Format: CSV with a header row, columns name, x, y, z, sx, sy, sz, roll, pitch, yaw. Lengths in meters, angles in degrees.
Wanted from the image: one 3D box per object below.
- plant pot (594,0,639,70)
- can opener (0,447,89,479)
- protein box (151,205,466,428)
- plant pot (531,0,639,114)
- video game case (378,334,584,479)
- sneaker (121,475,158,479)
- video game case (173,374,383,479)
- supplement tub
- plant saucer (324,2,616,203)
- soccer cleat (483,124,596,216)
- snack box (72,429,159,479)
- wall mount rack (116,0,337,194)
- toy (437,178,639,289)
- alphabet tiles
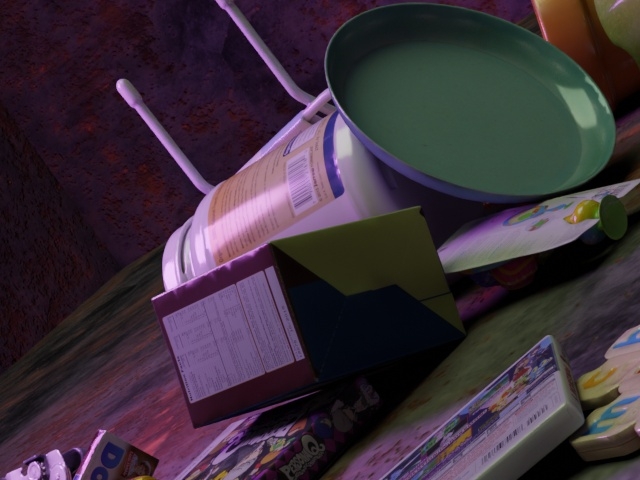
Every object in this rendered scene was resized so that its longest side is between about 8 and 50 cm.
name,x,y,z,sx,sy,sz,roll,pitch,yaw
plant pot,0.438,-0.298,1.975,0.254,0.276,0.276,-45,-1,42
can opener,-0.394,0.341,2.360,0.280,0.074,0.093,-28,-24,34
protein box,-0.013,0.074,1.764,0.199,0.136,0.201,-14,-7,-41
plant pot,0.368,-0.262,2.263,0.187,0.205,0.205,-18,10,8
video game case,0.101,0.160,1.316,0.201,0.023,0.183,-42,6,10
sneaker,-0.195,0.282,1.588,0.092,0.088,0.225,-32,23,34
video game case,-0.075,0.222,1.715,0.210,0.042,0.232,-43,11,-37
supplement tub,0.000,0.000,2.046,0.316,0.228,0.228,-30,9,33
plant saucer,0.154,-0.139,1.939,0.317,0.317,0.044,-43,-22,-46
soccer cleat,0.220,-0.067,2.074,0.095,0.083,0.248,-43,13,-37
snack box,-0.216,0.268,1.700,0.022,0.064,0.178,-2,59,62
wall mount rack,-0.062,-0.136,2.166,0.350,0.304,0.130,-42,33,39
toy,0.197,0.009,1.783,0.237,0.056,0.137,-20,13,47
alphabet tiles,0.290,0.052,1.240,0.284,0.021,0.278,-40,9,-31
